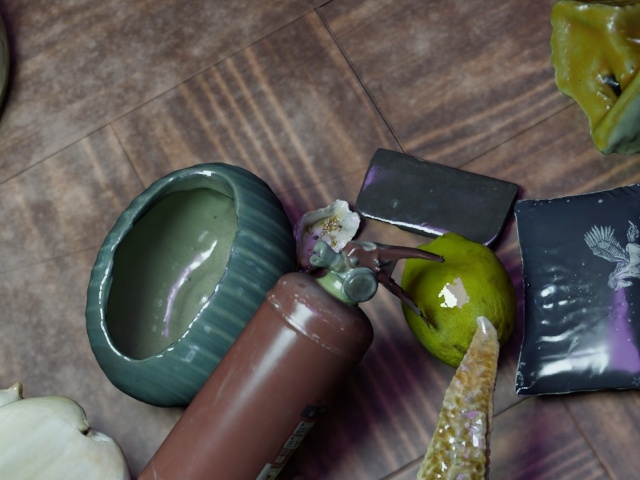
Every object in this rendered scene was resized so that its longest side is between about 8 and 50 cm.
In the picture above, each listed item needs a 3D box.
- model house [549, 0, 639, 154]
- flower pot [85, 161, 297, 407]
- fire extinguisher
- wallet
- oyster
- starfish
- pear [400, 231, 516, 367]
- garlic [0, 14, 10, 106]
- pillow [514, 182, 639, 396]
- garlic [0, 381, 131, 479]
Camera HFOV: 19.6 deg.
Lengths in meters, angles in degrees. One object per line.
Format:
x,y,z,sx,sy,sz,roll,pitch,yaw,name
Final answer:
0.339,-0.235,1.782,0.268,0.173,0.239,-25,51,-2,model house
-0.122,0.044,1.770,0.189,0.157,0.243,21,71,20,flower pot
-0.019,0.128,1.674,0.337,0.147,0.106,-53,30,9,fire extinguisher
0.113,-0.041,1.831,0.157,0.018,0.082,15,69,19,wallet
-0.003,-0.002,1.834,0.093,0.034,0.051,-36,78,-17,oyster
0.124,0.307,1.616,0.398,0.132,0.384,40,75,22,starfish
0.131,0.056,1.737,0.107,0.107,0.131,-29,70,-1,pear
-0.427,-0.147,1.966,0.196,0.151,0.338,-10,68,39,garlic
0.251,0.047,1.737,0.141,0.055,0.208,-6,63,18,pillow
-0.295,0.227,1.724,0.281,0.184,0.203,0,37,35,garlic
